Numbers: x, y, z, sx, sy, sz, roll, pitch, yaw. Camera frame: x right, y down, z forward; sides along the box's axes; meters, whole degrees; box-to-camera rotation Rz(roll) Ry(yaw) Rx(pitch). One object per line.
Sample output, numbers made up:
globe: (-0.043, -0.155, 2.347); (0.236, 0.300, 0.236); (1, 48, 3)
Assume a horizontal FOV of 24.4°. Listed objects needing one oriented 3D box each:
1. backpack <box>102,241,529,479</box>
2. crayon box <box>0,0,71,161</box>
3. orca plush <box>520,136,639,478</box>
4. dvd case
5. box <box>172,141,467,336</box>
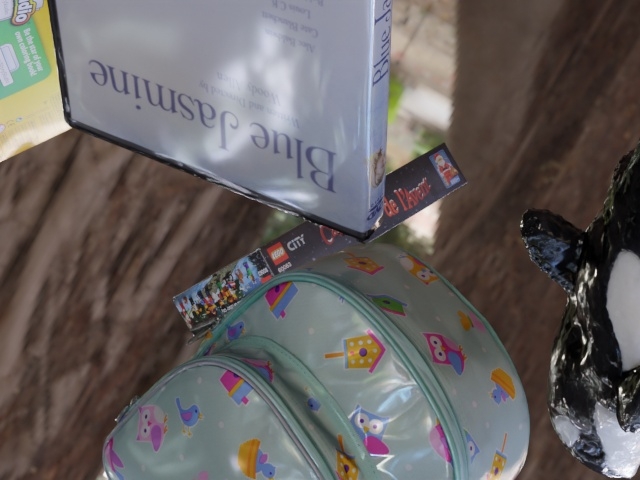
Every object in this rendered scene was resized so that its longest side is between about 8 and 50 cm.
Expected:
backpack: (0.000, 0.099, 0.716); (0.166, 0.188, 0.144); (52, -152, 18)
crayon box: (-0.282, -0.157, 1.122); (0.081, 0.165, 0.278); (59, 168, 24)
orca plush: (0.150, 0.011, 0.781); (0.102, 0.151, 0.287); (17, 146, 12)
dvd case: (-0.051, -0.126, 0.648); (0.180, 0.022, 0.253); (21, 137, 21)
box: (0.000, 0.000, 1.306); (0.159, 0.233, 0.044); (-28, 92, 54)
